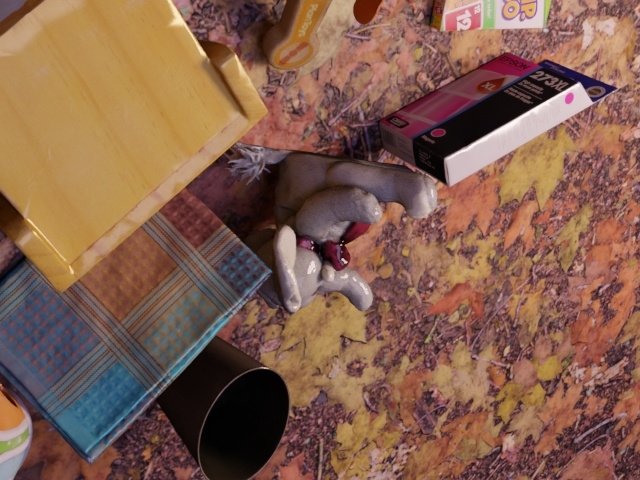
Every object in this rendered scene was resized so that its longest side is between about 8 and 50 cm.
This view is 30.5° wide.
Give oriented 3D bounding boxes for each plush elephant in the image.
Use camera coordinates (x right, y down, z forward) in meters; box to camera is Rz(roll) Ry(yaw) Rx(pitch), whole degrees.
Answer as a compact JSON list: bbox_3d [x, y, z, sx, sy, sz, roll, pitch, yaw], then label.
[{"bbox_3d":[0.000,0.000,1.781,0.330,0.272,0.255,8,97,-10],"label":"plush elephant"}]

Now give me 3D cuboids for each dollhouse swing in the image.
[{"bbox_3d":[-0.305,-0.172,1.458,0.347,0.315,0.305,-43,117,-11],"label":"dollhouse swing"}]

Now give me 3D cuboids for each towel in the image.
[{"bbox_3d":[-0.285,0.085,1.637,0.370,0.271,0.040,-46,176,-8],"label":"towel"}]

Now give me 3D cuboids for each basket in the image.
[{"bbox_3d":[-0.172,0.230,1.793,0.154,0.227,0.204,-3,115,-36],"label":"basket"}]

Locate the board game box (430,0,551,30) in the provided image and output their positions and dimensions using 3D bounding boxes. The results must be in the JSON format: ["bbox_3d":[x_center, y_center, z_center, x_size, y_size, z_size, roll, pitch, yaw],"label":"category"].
[{"bbox_3d":[0.297,-0.409,1.927,0.259,0.039,0.124,-10,121,-36],"label":"board game box"}]

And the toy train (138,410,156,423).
[{"bbox_3d":[-0.313,0.175,1.753,0.248,0.105,0.143,28,83,-43],"label":"toy train"}]

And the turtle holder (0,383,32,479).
[{"bbox_3d":[-0.518,0.311,1.571,0.227,0.243,0.320,-11,113,-52],"label":"turtle holder"}]

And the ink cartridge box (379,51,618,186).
[{"bbox_3d":[0.294,-0.220,1.930,0.371,0.176,0.069,-28,128,-22],"label":"ink cartridge box"}]

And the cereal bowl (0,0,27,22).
[{"bbox_3d":[-0.422,-0.383,1.316,0.339,0.141,0.339,-18,124,-29],"label":"cereal bowl"}]

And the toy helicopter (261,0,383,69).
[{"bbox_3d":[0.011,-0.359,1.607,0.235,0.140,0.355,-10,153,-24],"label":"toy helicopter"}]
